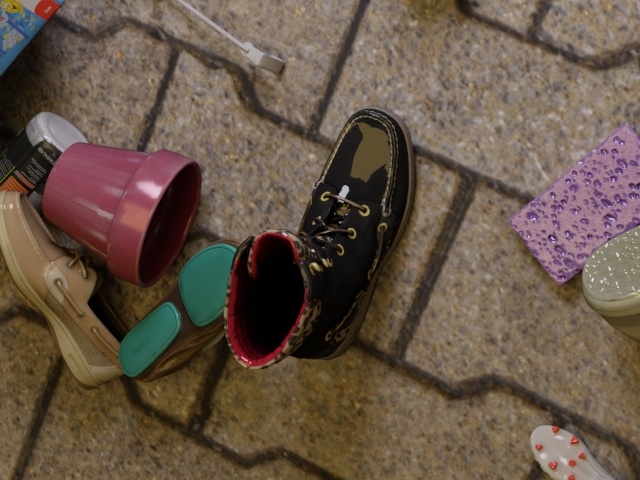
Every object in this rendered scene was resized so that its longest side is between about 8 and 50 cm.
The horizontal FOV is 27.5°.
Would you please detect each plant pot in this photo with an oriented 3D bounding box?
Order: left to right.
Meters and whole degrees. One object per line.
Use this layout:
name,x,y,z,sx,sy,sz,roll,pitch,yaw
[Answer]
plant pot,-0.298,-0.054,1.920,0.180,0.201,0.201,21,101,12

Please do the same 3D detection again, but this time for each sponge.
sponge,0.368,-0.047,1.760,0.210,0.031,0.117,-41,79,18

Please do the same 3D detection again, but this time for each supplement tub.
supplement tub,-0.453,-0.099,2.031,0.190,0.117,0.117,-42,78,18

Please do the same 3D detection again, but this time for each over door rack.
over door rack,-0.146,-0.430,1.898,0.324,0.108,0.240,35,105,16

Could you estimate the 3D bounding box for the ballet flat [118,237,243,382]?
ballet flat,-0.164,0.103,1.902,0.342,0.124,0.116,-46,59,37

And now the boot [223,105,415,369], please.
boot,0.000,0.000,1.770,0.138,0.284,0.378,24,101,18

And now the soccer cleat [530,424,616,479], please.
soccer cleat,0.362,0.327,1.769,0.068,0.076,0.196,-43,59,-16

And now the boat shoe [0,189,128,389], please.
boat shoe,-0.382,0.062,1.987,0.110,0.122,0.341,-23,112,8

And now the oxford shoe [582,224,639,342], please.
oxford shoe,0.554,0.006,1.649,0.449,0.169,0.130,-24,128,13

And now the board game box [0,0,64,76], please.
board game box,-0.534,-0.348,1.977,0.302,0.086,0.308,-45,40,17
